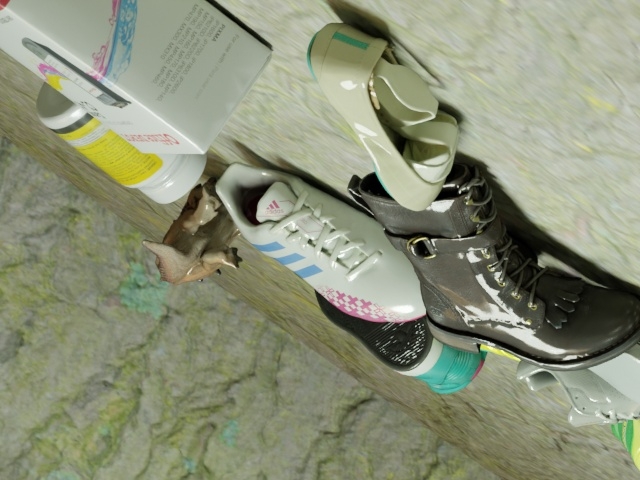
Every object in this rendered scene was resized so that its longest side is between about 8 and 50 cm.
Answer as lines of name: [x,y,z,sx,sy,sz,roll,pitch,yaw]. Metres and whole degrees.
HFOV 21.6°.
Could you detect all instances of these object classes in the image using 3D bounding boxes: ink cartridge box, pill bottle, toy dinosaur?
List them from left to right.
ink cartridge box: [-0.229,-0.219,1.631,0.306,0.131,0.226,38,170,-20]
pill bottle: [-0.247,-0.141,2.119,0.208,0.119,0.119,41,168,-37]
toy dinosaur: [-0.171,0.002,2.310,0.200,0.295,0.127,-28,97,36]

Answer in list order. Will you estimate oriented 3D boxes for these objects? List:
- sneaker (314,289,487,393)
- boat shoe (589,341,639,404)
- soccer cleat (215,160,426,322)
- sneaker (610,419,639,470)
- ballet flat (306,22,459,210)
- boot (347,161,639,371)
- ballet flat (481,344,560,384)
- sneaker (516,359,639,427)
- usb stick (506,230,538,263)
sneaker: [0.120,0.100,2.168,0.178,0.124,0.295,27,-166,-38]
boat shoe: [0.300,0.098,1.695,0.219,0.070,0.078,33,153,33]
soccer cleat: [0.000,0.000,2.034,0.331,0.116,0.143,26,169,37]
sneaker: [0.401,0.216,1.944,0.123,0.109,0.295,60,-173,23]
ballet flat: [0.072,-0.099,1.433,0.086,0.086,0.248,26,167,38]
boot: [0.171,0.017,1.610,0.263,0.091,0.229,1,138,28]
ballet flat: [0.235,0.103,1.966,0.231,0.077,0.077,26,148,22]
sneaker: [0.326,0.161,1.764,0.262,0.121,0.099,27,170,32]
usb stick: [0.170,0.027,1.826,0.077,0.045,0.278,32,170,-4]
